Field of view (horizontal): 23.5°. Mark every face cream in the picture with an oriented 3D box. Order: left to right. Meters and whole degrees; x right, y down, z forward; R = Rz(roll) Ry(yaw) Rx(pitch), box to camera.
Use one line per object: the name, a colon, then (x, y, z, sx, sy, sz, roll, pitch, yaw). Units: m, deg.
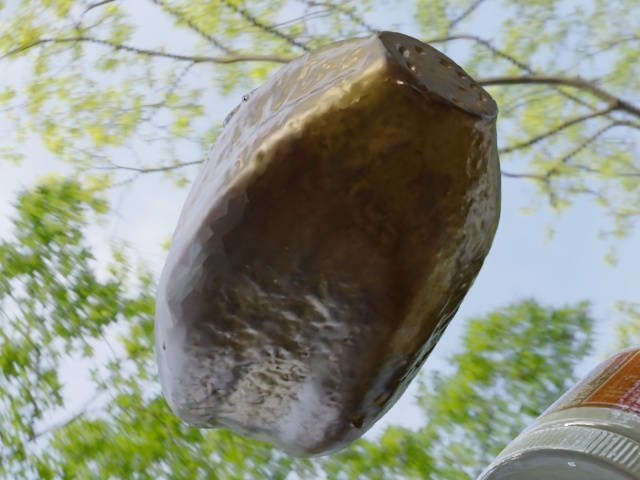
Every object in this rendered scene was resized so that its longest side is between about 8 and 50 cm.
face cream: (0.226, 0.191, 1.068, 0.187, 0.201, 0.201, -31, -76, -47)

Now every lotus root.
lotus root: (0.005, -0.004, 0.923, 0.193, 0.193, 0.291, 12, -45, -17)
